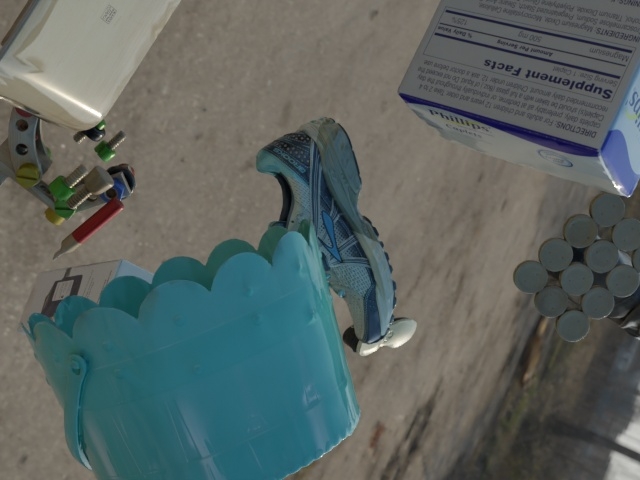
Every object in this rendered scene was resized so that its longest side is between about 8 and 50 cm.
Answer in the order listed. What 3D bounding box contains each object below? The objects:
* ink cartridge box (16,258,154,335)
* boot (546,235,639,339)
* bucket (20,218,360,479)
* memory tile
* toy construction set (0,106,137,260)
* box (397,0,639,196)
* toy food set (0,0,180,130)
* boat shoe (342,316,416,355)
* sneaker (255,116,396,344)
[{"bbox_3d":[-0.281,0.110,1.263,0.172,0.237,0.100,32,65,-35],"label":"ink cartridge box"},{"bbox_3d":[0.418,0.085,1.272,0.118,0.222,0.338,-56,166,9],"label":"boot"},{"bbox_3d":[-0.106,0.109,0.817,0.281,0.281,0.183,-28,100,-62],"label":"bucket"},{"bbox_3d":[0.294,0.029,1.005,0.148,0.113,0.012,-43,-171,8],"label":"memory tile"},{"bbox_3d":[-0.454,-0.084,1.497,0.237,0.309,0.257,-39,135,10],"label":"toy construction set"},{"bbox_3d":[0.135,-0.112,0.514,0.072,0.126,0.137,33,82,-55],"label":"box"},{"bbox_3d":[-0.278,-0.283,1.061,0.306,0.092,0.219,-57,162,1],"label":"toy food set"},{"bbox_3d":[0.088,0.132,1.326,0.133,0.042,0.049,-10,121,-43],"label":"boat shoe"},{"bbox_3d":[0.000,0.000,1.123,0.122,0.283,0.110,-20,-178,-16],"label":"sneaker"}]
